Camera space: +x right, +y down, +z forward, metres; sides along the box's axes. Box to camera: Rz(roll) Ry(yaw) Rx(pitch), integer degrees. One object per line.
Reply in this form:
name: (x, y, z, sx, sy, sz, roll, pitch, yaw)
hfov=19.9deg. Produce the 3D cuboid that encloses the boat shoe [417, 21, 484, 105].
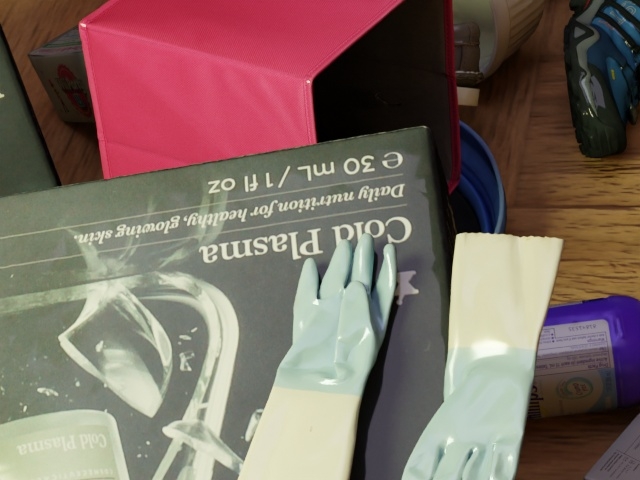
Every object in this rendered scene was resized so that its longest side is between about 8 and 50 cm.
boat shoe: (0.069, -0.218, 2.026, 0.109, 0.091, 0.305, 0, 14, -38)

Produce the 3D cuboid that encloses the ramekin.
ramekin: (0.156, -0.285, 2.047, 0.207, 0.207, 0.109, 28, 49, 36)

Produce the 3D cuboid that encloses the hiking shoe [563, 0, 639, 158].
hiking shoe: (0.334, -0.207, 1.977, 0.132, 0.113, 0.304, -3, 44, 13)

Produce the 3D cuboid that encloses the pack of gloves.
pack of gloves: (0.061, 0.101, 1.292, 0.195, 0.046, 0.232, 3, 58, 22)

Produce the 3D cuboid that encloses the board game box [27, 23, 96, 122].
board game box: (-0.160, -0.249, 2.107, 0.303, 0.097, 0.224, -32, 17, -20)

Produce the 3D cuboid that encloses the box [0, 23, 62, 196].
box: (-0.448, -0.125, 1.874, 0.293, 0.395, 0.212, -21, 32, -6)

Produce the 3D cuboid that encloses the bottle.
bottle: (0.160, 0.118, 1.675, 0.282, 0.118, 0.092, -8, 61, 6)

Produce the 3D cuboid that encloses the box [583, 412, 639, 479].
box: (0.346, 0.209, 1.589, 0.186, 0.038, 0.145, 27, 57, 34)

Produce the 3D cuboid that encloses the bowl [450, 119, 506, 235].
bowl: (0.000, 0.000, 1.876, 0.391, 0.077, 0.391, -8, 43, 7)

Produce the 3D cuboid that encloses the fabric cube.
fabric cube: (-0.040, -0.125, 1.751, 0.258, 0.259, 0.254, 15, 39, 28)

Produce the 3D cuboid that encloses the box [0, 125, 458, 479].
box: (-0.101, 0.210, 1.442, 0.480, 0.297, 0.472, -10, 62, 5)
